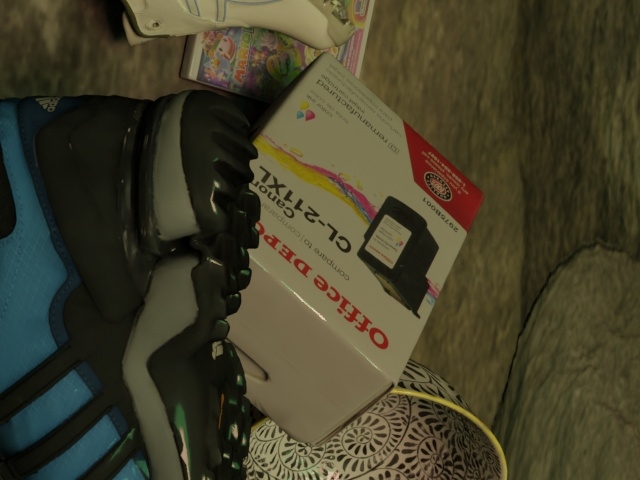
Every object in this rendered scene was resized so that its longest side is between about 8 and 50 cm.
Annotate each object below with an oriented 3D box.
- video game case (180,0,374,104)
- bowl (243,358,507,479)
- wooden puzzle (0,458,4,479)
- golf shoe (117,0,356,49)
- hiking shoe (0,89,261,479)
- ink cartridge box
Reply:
[{"bbox_3d":[-0.022,-0.122,0.743,0.122,0.011,0.087,12,90,-40],"label":"video game case"},{"bbox_3d":[0.020,0.117,0.754,0.170,0.170,0.080,47,23,-34],"label":"bowl"},{"bbox_3d":[-0.201,0.122,0.587,0.322,0.080,0.348,-3,99,-40],"label":"wooden puzzle"},{"bbox_3d":[-0.067,-0.134,0.672,0.176,0.069,0.086,27,102,-25],"label":"golf shoe"},{"bbox_3d":[-0.102,0.074,0.569,0.113,0.132,0.304,-63,160,-71],"label":"hiking shoe"},{"bbox_3d":[0.000,0.000,0.667,0.127,0.072,0.175,41,39,-8],"label":"ink cartridge box"}]
